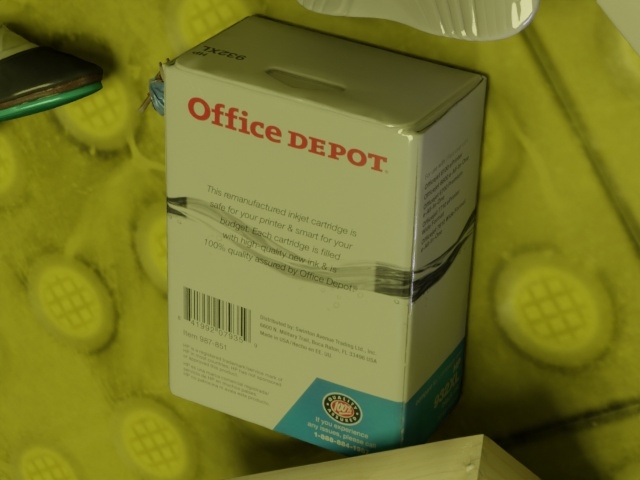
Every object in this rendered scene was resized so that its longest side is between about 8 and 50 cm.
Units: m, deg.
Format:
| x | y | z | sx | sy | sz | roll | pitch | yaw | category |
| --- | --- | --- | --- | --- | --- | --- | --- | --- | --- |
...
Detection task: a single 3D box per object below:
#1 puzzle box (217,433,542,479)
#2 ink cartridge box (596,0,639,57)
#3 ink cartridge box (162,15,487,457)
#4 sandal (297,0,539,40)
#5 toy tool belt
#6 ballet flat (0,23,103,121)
| x | y | z | sx | sy | sz | roll | pitch | yaw | category |
| --- | --- | --- | --- | --- | --- | --- | --- | --- | --- |
| 0.043 | 0.270 | 1.504 | 0.409 | 0.052 | 0.272 | -15 | 141 | 37 | puzzle box |
| 0.294 | -0.123 | 1.154 | 0.203 | 0.148 | 0.086 | 52 | 132 | -1 | ink cartridge box |
| 0.000 | 0.000 | 1.423 | 0.223 | 0.129 | 0.307 | 17 | 123 | 25 | ink cartridge box |
| 0.079 | -0.207 | 1.305 | 0.265 | 0.076 | 0.102 | 16 | 110 | 50 | sandal |
| -0.113 | -0.130 | 1.477 | 0.083 | 0.051 | 0.052 | -26 | 99 | 39 | toy tool belt |
| -0.308 | -0.132 | 1.580 | 0.280 | 0.095 | 0.096 | -21 | 90 | 39 | ballet flat |
